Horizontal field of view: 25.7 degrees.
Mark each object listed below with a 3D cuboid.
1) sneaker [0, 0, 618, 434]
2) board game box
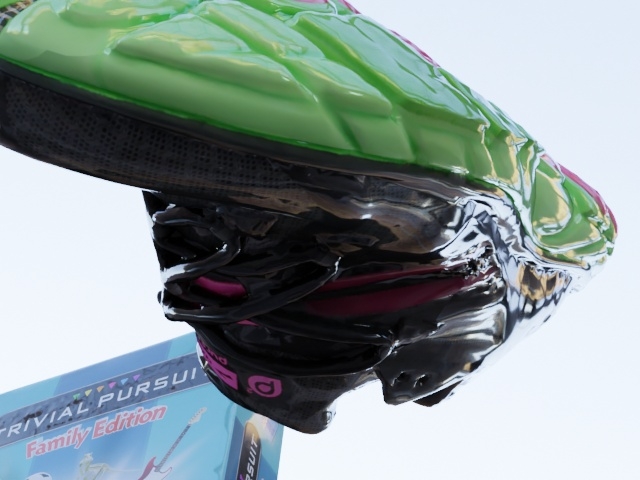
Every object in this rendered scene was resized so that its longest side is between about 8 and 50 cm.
[{"bbox_3d":[0.000,0.000,0.681,0.202,0.185,0.483,-55,-34,6],"label":"sneaker"},{"bbox_3d":[-0.163,0.222,1.034,0.253,0.336,0.079,-19,-55,19],"label":"board game box"}]
